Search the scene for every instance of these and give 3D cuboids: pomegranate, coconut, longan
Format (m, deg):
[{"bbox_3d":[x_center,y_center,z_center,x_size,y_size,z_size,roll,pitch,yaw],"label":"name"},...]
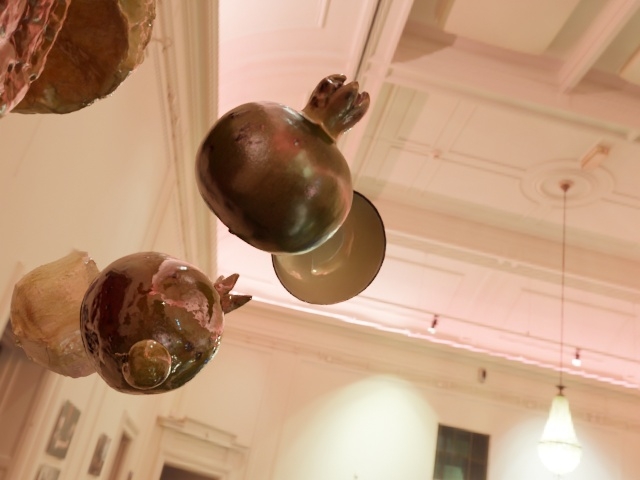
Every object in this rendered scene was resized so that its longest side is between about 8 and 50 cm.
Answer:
[{"bbox_3d":[-0.028,-0.076,0.706,0.210,0.179,0.179,-20,-31,3],"label":"pomegranate"},{"bbox_3d":[-0.613,0.187,1.561,0.297,0.254,0.297,46,-20,22],"label":"coconut"},{"bbox_3d":[-0.258,0.178,0.926,0.083,0.075,0.075,20,-27,-22],"label":"longan"},{"bbox_3d":[-0.298,0.166,1.233,0.290,0.291,0.323,-7,-15,34],"label":"pomegranate"}]

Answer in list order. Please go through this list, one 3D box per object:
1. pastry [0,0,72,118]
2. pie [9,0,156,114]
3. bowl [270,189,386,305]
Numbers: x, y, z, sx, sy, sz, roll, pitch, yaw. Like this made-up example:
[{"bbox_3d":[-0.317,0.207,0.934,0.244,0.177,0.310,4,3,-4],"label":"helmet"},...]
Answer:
[{"bbox_3d":[-0.328,-0.211,0.523,0.163,0.356,0.356,34,-29,-4],"label":"pastry"},{"bbox_3d":[-0.358,-0.307,0.771,0.339,0.083,0.340,-1,-59,-2],"label":"pie"},{"bbox_3d":[0.000,0.000,1.280,0.237,0.238,0.126,24,4,-23],"label":"bowl"}]
